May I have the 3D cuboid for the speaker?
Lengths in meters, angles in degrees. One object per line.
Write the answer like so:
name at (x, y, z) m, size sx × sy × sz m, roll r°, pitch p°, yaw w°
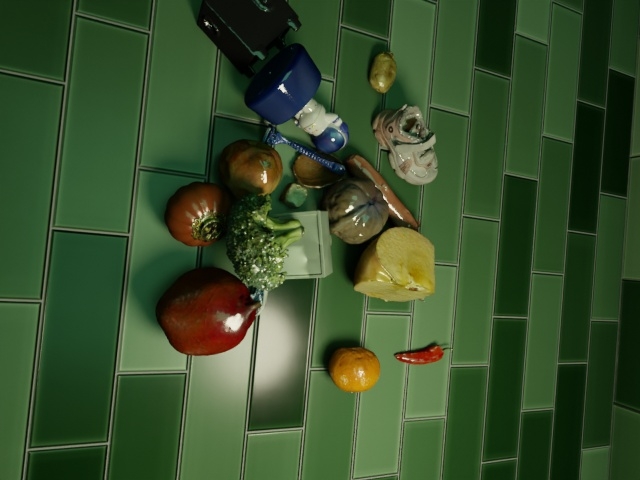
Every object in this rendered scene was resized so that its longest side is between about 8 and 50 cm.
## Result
speaker at (-0.240, -0.729, 1.487) m, size 0.254 × 0.184 × 0.232 m, roll 46°, pitch 73°, yaw -15°

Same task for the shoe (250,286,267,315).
shoe at (-0.228, 0.198, 1.563) m, size 0.071 × 0.064 × 0.142 m, roll 13°, pitch 83°, yaw -24°

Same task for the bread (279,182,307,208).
bread at (-0.098, -0.161, 1.611) m, size 0.077 × 0.070 × 0.083 m, roll 31°, pitch 80°, yaw -20°

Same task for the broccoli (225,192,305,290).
broccoli at (-0.190, -0.004, 1.377) m, size 0.236 × 0.260 × 0.288 m, roll 16°, pitch 118°, yaw 12°

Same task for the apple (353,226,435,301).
apple at (0.273, 0.107, 1.666) m, size 0.309 × 0.252 × 0.314 m, roll 19°, pitch 109°, yaw -25°

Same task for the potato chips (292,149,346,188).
potato chips at (-0.008, -0.262, 1.656) m, size 0.202 × 0.049 × 0.150 m, roll -16°, pitch 75°, yaw -23°

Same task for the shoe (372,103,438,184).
shoe at (0.360, -0.370, 1.737) m, size 0.172 × 0.198 × 0.351 m, roll -47°, pitch 106°, yaw -14°

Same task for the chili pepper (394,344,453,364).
chili pepper at (0.435, 0.480, 1.851) m, size 0.272 × 0.071 × 0.063 m, roll -6°, pitch 132°, yaw -18°

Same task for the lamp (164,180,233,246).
lamp at (-0.386, -0.084, 1.422) m, size 0.223 × 0.196 × 0.223 m, roll -24°, pitch 138°, yaw -23°

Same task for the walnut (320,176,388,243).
walnut at (0.121, -0.107, 1.623) m, size 0.249 × 0.248 × 0.248 m, roll 0°, pitch 91°, yaw -23°

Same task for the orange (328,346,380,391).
orange at (0.126, 0.481, 1.651) m, size 0.193 × 0.193 × 0.161 m, roll 1°, pitch 94°, yaw -23°

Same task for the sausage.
sausage at (0.246, -0.177, 1.746) m, size 0.419 × 0.094 × 0.094 m, roll 48°, pitch 34°, yaw -15°

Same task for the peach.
peach at (-0.220, -0.235, 1.474) m, size 0.214 × 0.235 × 0.214 m, roll -5°, pitch 100°, yaw -29°

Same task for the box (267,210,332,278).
box at (-0.086, 0.014, 1.542) m, size 0.225 × 0.117 × 0.224 m, roll -4°, pitch 92°, yaw 15°

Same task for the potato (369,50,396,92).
potato at (0.250, -0.670, 1.753) m, size 0.107 × 0.080 × 0.170 m, roll 19°, pitch 84°, yaw -10°

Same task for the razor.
razor at (-0.054, -0.323, 1.613) m, size 0.324 × 0.056 × 0.093 m, roll 22°, pitch 123°, yaw -11°

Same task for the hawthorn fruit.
hawthorn fruit at (-0.350, 0.228, 1.383) m, size 0.295 × 0.311 × 0.294 m, roll -14°, pitch 112°, yaw -36°

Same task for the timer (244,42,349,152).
timer at (-0.044, -0.454, 1.556) m, size 0.383 × 0.270 × 0.270 m, roll 39°, pitch 76°, yaw -31°
